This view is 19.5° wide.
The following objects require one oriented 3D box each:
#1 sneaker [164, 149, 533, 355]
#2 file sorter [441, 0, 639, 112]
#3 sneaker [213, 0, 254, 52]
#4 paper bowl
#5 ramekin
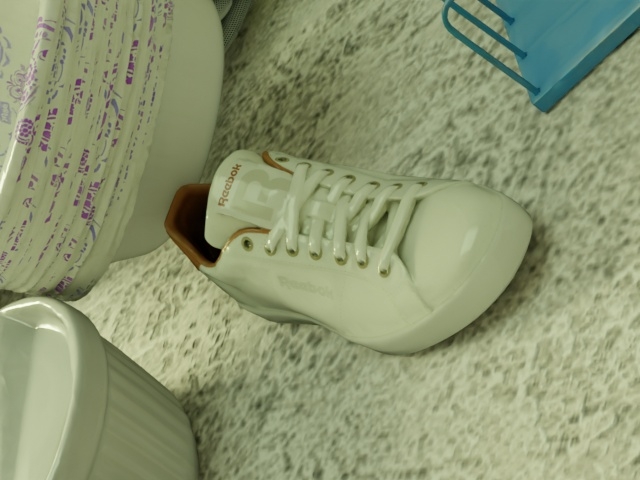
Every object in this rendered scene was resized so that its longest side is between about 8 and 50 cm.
[{"bbox_3d":[0.000,0.000,1.143,0.290,0.123,0.106,-6,56,53],"label":"sneaker"},{"bbox_3d":[0.127,-0.190,1.144,0.118,0.104,0.170,-44,33,25],"label":"file sorter"},{"bbox_3d":[-0.204,-0.190,1.515,0.366,0.137,0.210,-31,32,-4],"label":"sneaker"},{"bbox_3d":[-0.165,-0.098,1.312,0.284,0.148,0.284,-168,90,-70],"label":"paper bowl"},{"bbox_3d":[-0.196,0.183,1.259,0.273,0.127,0.273,-37,35,33],"label":"ramekin"}]
